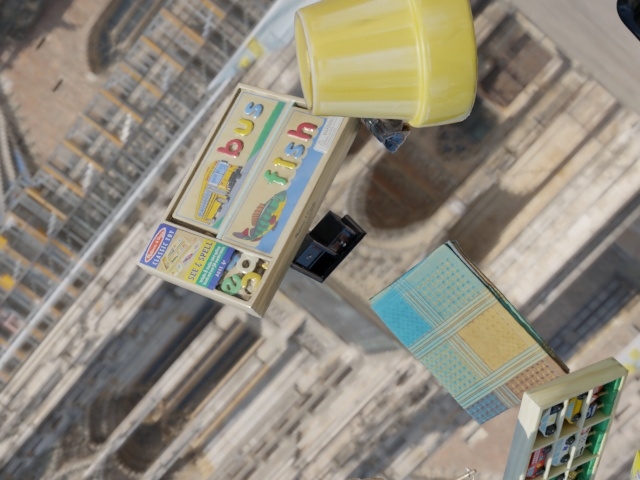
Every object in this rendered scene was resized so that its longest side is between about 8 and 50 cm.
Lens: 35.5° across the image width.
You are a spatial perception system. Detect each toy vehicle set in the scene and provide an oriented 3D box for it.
[{"bbox_3d":[0.351,0.301,1.467,0.165,0.267,0.035,-17,-139,-25],"label":"toy vehicle set"}]

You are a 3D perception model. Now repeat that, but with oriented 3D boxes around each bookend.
[{"bbox_3d":[0.000,0.000,2.208,0.072,0.157,0.156,46,-173,30],"label":"bookend"}]

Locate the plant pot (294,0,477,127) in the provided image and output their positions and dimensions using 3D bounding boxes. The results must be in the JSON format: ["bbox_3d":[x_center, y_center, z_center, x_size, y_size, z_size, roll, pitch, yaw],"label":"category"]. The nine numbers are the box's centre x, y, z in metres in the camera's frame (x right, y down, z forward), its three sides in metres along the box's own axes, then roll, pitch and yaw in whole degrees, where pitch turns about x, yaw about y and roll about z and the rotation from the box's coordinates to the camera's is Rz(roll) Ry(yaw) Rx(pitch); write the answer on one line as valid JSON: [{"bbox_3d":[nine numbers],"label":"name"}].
[{"bbox_3d":[0.089,-0.291,1.531,0.254,0.238,0.254,171,90,-84],"label":"plant pot"}]

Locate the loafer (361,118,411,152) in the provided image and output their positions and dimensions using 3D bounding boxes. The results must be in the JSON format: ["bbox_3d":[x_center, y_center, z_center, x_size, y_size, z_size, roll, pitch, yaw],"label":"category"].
[{"bbox_3d":[0.123,-0.215,1.858,0.062,0.061,0.170,51,-170,15],"label":"loafer"}]

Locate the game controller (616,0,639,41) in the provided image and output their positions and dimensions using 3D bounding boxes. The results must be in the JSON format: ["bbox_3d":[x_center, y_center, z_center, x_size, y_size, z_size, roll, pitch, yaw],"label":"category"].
[{"bbox_3d":[0.727,-0.421,1.999,0.319,0.166,0.067,41,180,-18],"label":"game controller"}]

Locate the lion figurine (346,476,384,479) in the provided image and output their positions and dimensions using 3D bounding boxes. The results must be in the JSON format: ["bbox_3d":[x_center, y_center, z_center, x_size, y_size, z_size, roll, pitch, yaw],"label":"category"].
[{"bbox_3d":[-0.048,0.458,1.266,0.142,0.392,0.240,42,-177,26],"label":"lion figurine"}]

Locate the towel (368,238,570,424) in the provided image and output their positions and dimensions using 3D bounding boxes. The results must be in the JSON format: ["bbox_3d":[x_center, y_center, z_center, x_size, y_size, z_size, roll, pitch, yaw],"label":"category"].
[{"bbox_3d":[0.302,0.196,2.078,0.370,0.271,0.040,47,-141,-4],"label":"towel"}]

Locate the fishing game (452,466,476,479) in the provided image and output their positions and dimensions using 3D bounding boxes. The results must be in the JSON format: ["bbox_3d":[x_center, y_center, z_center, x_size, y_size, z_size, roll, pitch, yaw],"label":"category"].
[{"bbox_3d":[0.259,0.488,1.589,0.264,0.189,0.041,48,-156,-6],"label":"fishing game"}]

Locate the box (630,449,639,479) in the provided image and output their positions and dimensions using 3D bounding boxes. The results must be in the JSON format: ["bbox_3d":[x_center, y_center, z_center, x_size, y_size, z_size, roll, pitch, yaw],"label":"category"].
[{"bbox_3d":[0.493,0.356,1.379,0.105,0.043,0.179,15,-167,9],"label":"box"}]

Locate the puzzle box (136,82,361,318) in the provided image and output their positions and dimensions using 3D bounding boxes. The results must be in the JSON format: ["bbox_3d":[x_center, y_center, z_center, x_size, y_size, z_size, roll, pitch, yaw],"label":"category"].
[{"bbox_3d":[-0.130,-0.086,1.815,0.272,0.409,0.052,17,163,31],"label":"puzzle box"}]
